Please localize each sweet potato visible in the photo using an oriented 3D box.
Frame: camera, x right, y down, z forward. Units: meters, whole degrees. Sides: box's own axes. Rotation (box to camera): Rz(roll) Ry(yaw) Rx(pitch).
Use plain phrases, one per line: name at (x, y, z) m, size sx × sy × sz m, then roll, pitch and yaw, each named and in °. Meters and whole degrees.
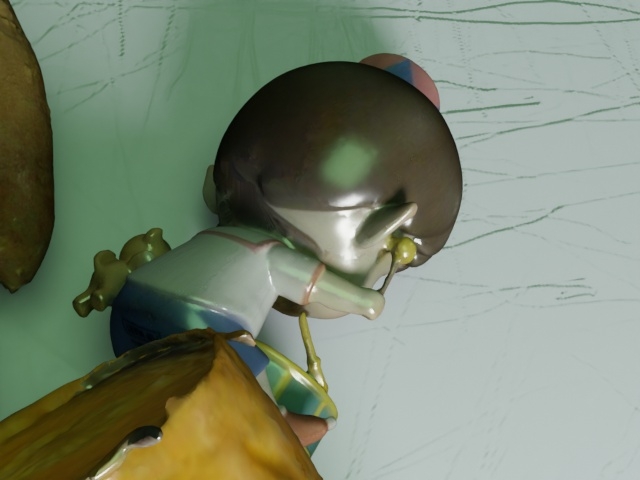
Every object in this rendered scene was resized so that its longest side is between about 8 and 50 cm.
sweet potato at (-0.245, -0.143, 0.608) m, size 0.109 × 0.109 × 0.385 m, roll -24°, pitch 73°, yaw -18°

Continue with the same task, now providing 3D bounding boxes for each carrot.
carrot at (-0.050, 0.231, 0.438) m, size 0.224 × 0.224 × 0.341 m, roll -32°, pitch 101°, yaw -20°

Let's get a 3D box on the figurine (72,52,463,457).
figurine at (-0.004, -0.006, 0.595) m, size 0.161 × 0.158 × 0.275 m, roll 19°, pitch 63°, yaw 39°
